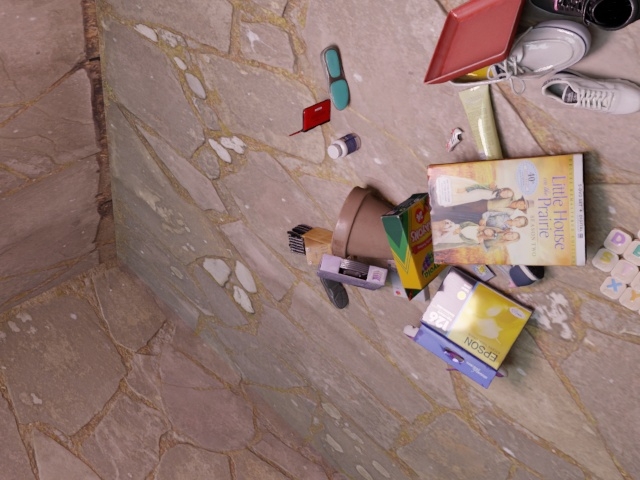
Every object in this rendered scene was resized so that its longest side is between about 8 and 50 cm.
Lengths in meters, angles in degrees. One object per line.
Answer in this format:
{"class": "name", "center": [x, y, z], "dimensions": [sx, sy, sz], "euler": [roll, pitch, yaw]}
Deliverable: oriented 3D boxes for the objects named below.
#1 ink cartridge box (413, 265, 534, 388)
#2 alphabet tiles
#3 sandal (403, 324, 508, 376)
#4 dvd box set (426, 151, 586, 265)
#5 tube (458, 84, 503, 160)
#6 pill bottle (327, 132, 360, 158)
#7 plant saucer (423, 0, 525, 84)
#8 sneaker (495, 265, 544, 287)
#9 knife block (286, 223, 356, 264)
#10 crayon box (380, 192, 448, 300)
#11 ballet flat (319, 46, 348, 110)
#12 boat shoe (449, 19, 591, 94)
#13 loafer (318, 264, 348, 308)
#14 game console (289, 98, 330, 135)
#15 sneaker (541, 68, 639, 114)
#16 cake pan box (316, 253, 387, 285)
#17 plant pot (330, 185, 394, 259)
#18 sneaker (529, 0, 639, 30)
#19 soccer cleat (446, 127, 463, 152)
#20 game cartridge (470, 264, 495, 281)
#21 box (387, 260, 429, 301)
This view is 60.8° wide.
{"class": "ink cartridge box", "center": [0.498, 0.289, 1.831], "dimensions": [0.303, 0.072, 0.307], "euler": [32, 98, 27]}
{"class": "alphabet tiles", "center": [0.883, 0.087, 1.449], "dimensions": [0.284, 0.021, 0.278], "euler": [36, 136, 25]}
{"class": "sandal", "center": [0.478, 0.424, 1.979], "dimensions": [0.416, 0.102, 0.169], "euler": [20, 173, 41]}
{"class": "dvd box set", "center": [0.522, -0.080, 1.551], "dimensions": [0.420, 0.062, 0.307], "euler": [0, 103, 30]}
{"class": "tube", "center": [0.473, -0.326, 1.577], "dimensions": [0.062, 0.070, 0.240], "euler": [-92, -17, -80]}
{"class": "pill bottle", "center": [0.082, -0.331, 1.923], "dimensions": [0.067, 0.120, 0.067], "euler": [25, 131, 32]}
{"class": "plant saucer", "center": [0.403, -0.523, 1.388], "dimensions": [0.048, 0.258, 0.259], "euler": [31, 160, -29]}
{"class": "sneaker", "center": [0.541, 0.013, 1.684], "dimensions": [0.319, 0.112, 0.131], "euler": [55, 138, 5]}
{"class": "knife block", "center": [0.000, 0.000, 2.278], "dimensions": [0.276, 0.242, 0.088], "euler": [-7, 120, 0]}
{"class": "crayon box", "center": [0.334, 0.022, 1.836], "dimensions": [0.081, 0.202, 0.318], "euler": [-1, 115, 47]}
{"class": "ballet flat", "center": [0.047, -0.553, 1.868], "dimensions": [0.068, 0.072, 0.213], "euler": [-141, 34, -64]}
{"class": "boat shoe", "center": [0.475, -0.447, 1.377], "dimensions": [0.367, 0.156, 0.136], "euler": [10, 141, 46]}
{"class": "loafer", "center": [0.036, 0.174, 2.337], "dimensions": [0.084, 0.096, 0.267], "euler": [13, 128, 54]}
{"class": "game console", "center": [-0.040, -0.440, 1.958], "dimensions": [0.085, 0.144, 0.124], "euler": [26, 132, 31]}
{"class": "sneaker", "center": [0.661, -0.351, 1.330], "dimensions": [0.235, 0.095, 0.090], "euler": [24, 129, 32]}
{"class": "cake pan box", "center": [0.111, 0.123, 2.056], "dimensions": [0.246, 0.070, 0.267], "euler": [12, 170, 0]}
{"class": "plant pot", "center": [0.188, -0.036, 1.936], "dimensions": [0.229, 0.263, 0.263], "euler": [21, 131, 14]}
{"class": "sneaker", "center": [0.593, -0.545, 1.228], "dimensions": [0.296, 0.147, 0.104], "euler": [25, 133, 35]}
{"class": "soccer cleat", "center": [0.411, -0.304, 1.672], "dimensions": [0.035, 0.029, 0.083], "euler": [36, 132, 30]}
{"class": "game cartridge", "center": [0.538, 0.096, 1.819], "dimensions": [0.083, 0.017, 0.056], "euler": [51, 144, 8]}
{"class": "box", "center": [0.327, 0.131, 2.044], "dimensions": [0.145, 0.038, 0.186], "euler": [7, 119, 44]}
